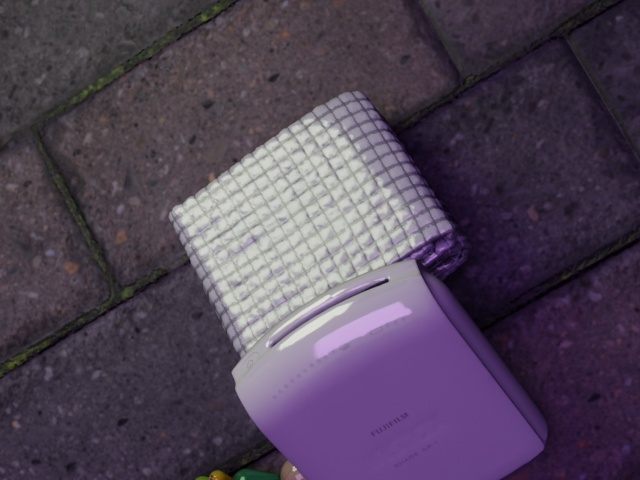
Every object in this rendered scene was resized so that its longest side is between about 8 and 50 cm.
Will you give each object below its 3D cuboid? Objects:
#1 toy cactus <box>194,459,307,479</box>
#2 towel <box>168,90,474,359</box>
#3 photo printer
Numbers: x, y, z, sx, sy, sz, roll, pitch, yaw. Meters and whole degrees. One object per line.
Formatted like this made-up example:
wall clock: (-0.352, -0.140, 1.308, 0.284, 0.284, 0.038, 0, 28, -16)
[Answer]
toy cactus: (-0.047, 0.308, 1.667, 0.219, 0.112, 0.181, 26, 84, 22)
towel: (0.000, 0.000, 1.629, 0.283, 0.121, 0.235, -36, 63, 9)
photo printer: (0.072, 0.171, 1.544, 0.256, 0.307, 0.107, -31, 35, 10)
